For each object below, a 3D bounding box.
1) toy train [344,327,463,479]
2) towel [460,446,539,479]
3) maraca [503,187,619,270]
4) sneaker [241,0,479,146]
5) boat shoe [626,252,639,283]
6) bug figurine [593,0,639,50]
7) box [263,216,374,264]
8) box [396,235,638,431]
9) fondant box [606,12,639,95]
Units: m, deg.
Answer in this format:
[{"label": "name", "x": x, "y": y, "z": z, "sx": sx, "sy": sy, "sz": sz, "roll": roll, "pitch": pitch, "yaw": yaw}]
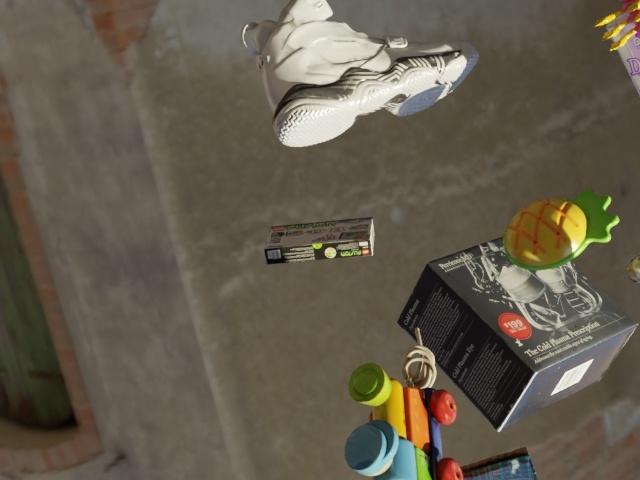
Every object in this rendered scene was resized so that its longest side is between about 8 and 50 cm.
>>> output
[{"label": "toy train", "x": 0.082, "y": 0.180, "z": 1.359, "sx": 0.105, "sy": 0.143, "sz": 0.248, "roll": -21, "pitch": -129, "yaw": 25}, {"label": "towel", "x": 0.267, "y": 0.502, "z": 2.038, "sx": 0.271, "sy": 0.370, "sz": 0.040, "roll": -19, "pitch": -135, "yaw": 5}, {"label": "maraca", "x": 0.382, "y": -0.018, "z": 1.886, "sx": 0.185, "sy": 0.099, "sz": 0.127, "roll": -22, "pitch": -124, "yaw": 13}, {"label": "sneaker", "x": 0.059, "y": -0.291, "z": 1.805, "sx": 0.365, "sy": 0.210, "sz": 0.137, "roll": -21, "pitch": 164, "yaw": -23}, {"label": "boat shoe", "x": 0.547, "y": 0.043, "z": 1.972, "sx": 0.072, "sy": 0.068, "sz": 0.190, "roll": -31, "pitch": 162, "yaw": 21}, {"label": "bug figurine", "x": 0.382, "y": -0.340, "z": 1.395, "sx": 0.072, "sy": 0.216, "sz": 0.279, "roll": -35, "pitch": -170, "yaw": -23}, {"label": "box", "x": 0.000, "y": 0.000, "z": 2.291, "sx": 0.207, "sy": 0.036, "sz": 0.114, "roll": -5, "pitch": -157, "yaw": 8}, {"label": "box", "x": 0.391, "y": 0.165, "z": 2.351, "sx": 0.343, "sy": 0.179, "sz": 0.312, "roll": -17, "pitch": -128, "yaw": -41}, {"label": "fondant box", "x": 0.552, "y": -0.186, "z": 1.528, "sx": 0.238, "sy": 0.330, "sz": 0.096, "roll": -10, "pitch": -154, "yaw": 50}]
